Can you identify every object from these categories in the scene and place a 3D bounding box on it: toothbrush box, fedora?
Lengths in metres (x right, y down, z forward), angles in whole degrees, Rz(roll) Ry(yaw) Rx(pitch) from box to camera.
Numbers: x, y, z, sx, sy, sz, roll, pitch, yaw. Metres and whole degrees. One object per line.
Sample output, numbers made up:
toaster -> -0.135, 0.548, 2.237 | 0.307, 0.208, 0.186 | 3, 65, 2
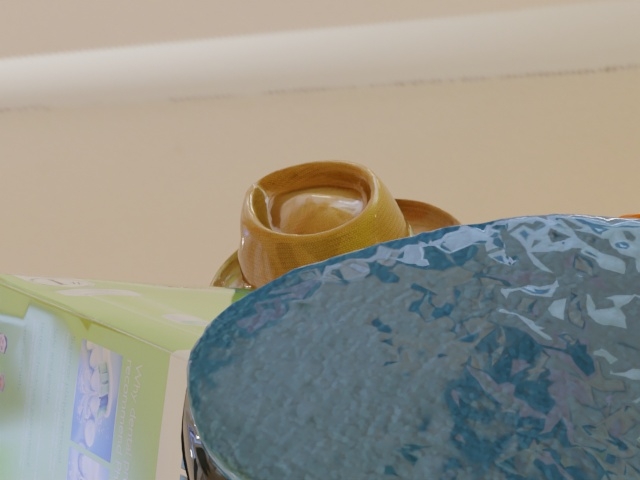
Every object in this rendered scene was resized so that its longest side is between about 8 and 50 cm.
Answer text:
toothbrush box -> -0.017, 0.094, 0.747 | 0.283, 0.206, 0.122 | 10, -85, 59
fedora -> 0.000, 0.000, 1.075 | 0.194, 0.079, 0.194 | -17, -152, 9

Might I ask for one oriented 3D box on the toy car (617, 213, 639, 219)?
toy car -> 0.245, 0.019, 1.075 | 0.060, 0.122, 0.041 | 112, -16, -47

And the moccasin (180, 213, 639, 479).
moccasin -> 0.129, 0.073, 0.483 | 0.117, 0.342, 0.138 | 100, -13, -47
